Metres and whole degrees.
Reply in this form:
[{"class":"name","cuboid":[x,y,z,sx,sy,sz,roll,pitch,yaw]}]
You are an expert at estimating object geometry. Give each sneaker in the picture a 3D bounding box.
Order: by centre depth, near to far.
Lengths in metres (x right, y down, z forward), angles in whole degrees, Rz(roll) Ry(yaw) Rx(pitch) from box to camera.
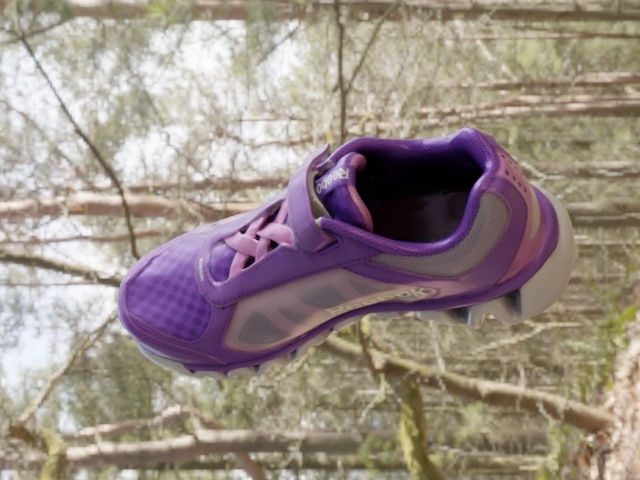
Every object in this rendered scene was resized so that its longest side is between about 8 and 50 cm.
[{"class":"sneaker","cuboid":[0.000,0.000,0.432,0.104,0.236,0.095,53,-152,-58]}]
